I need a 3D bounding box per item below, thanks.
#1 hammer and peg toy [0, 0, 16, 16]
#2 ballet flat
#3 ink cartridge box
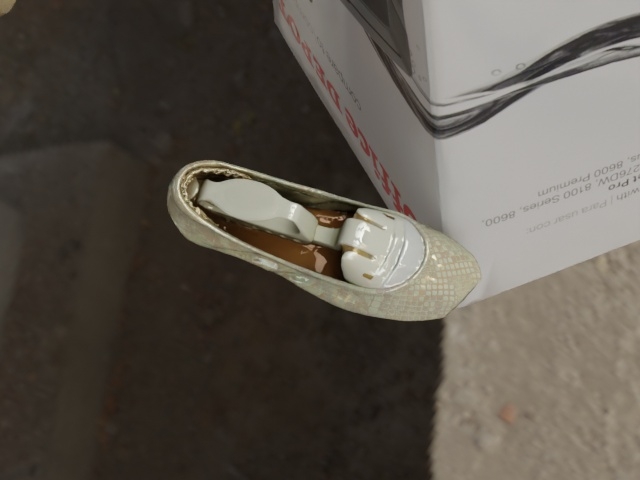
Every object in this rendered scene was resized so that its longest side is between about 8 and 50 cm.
[{"bbox_3d":[-0.133,-0.150,0.376,0.361,0.266,0.127,5,63,34],"label":"hammer and peg toy"},{"bbox_3d":[0.000,0.000,0.925,0.168,0.052,0.057,15,74,5],"label":"ballet flat"},{"bbox_3d":[0.072,-0.202,0.962,0.166,0.395,0.285,-21,50,-9],"label":"ink cartridge box"}]
